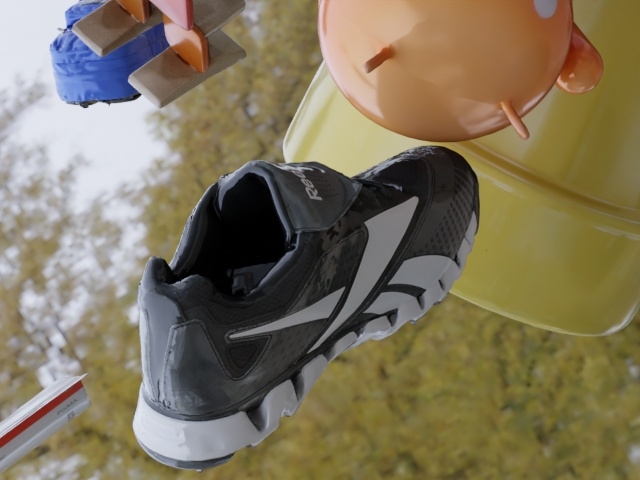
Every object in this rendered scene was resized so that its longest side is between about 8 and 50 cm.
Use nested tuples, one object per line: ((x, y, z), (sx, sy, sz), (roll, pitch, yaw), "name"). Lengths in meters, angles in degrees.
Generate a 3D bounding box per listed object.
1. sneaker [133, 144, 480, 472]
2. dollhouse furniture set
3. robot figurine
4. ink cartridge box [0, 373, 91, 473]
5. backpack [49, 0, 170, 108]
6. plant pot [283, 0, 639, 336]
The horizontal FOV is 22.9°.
((0.000, 0.000, 0.723), (0.234, 0.078, 0.106), (-38, -45, -38), "sneaker")
((-0.177, -0.253, 1.170), (0.259, 0.135, 0.262), (42, 153, 26), "dollhouse furniture set")
((0.064, -0.137, 0.797), (0.219, 0.128, 0.158), (-86, -22, -46), "robot figurine")
((-0.366, 0.241, 1.953), (0.066, 0.189, 0.232), (56, 162, -9), "ink cartridge box")
((-0.208, -0.182, 1.514), (0.120, 0.098, 0.101), (-57, -43, -60), "backpack")
((0.138, -0.105, 0.992), (0.254, 0.239, 0.254), (24, -160, -9), "plant pot")
